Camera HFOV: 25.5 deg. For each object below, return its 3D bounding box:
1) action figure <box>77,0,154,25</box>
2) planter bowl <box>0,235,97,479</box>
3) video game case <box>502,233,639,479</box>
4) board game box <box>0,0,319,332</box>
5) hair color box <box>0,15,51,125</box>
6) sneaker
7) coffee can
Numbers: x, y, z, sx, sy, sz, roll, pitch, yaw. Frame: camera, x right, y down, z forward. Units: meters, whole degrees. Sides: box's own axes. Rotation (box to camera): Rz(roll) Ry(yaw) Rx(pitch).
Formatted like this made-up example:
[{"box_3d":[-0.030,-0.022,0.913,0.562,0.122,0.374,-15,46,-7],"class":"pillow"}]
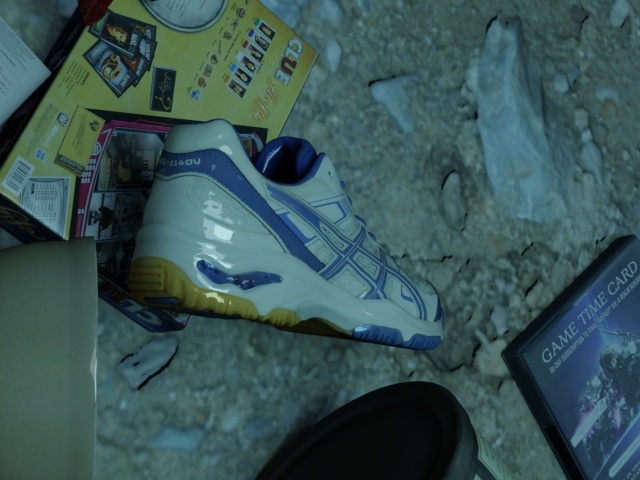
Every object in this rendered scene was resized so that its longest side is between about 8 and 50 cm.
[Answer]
[{"box_3d":[-0.170,-0.292,0.885,0.091,0.139,0.280,-29,85,-34],"class":"action figure"},{"box_3d":[-0.186,0.077,0.818,0.109,0.162,0.162,1,80,-12],"class":"planter bowl"},{"box_3d":[0.280,0.159,1.242,0.196,0.026,0.274,-38,104,-37],"class":"video game case"},{"box_3d":[-0.113,-0.082,0.965,0.165,0.042,0.243,39,59,-26],"class":"board game box"},{"box_3d":[-0.238,-0.081,0.866,0.072,0.043,0.141,51,54,-19],"class":"hair color box"},{"box_3d":[0.000,0.000,0.955,0.296,0.112,0.130,18,78,-54],"class":"sneaker"},{"box_3d":[0.090,0.262,0.957,0.275,0.202,0.201,50,55,-20],"class":"coffee can"}]
